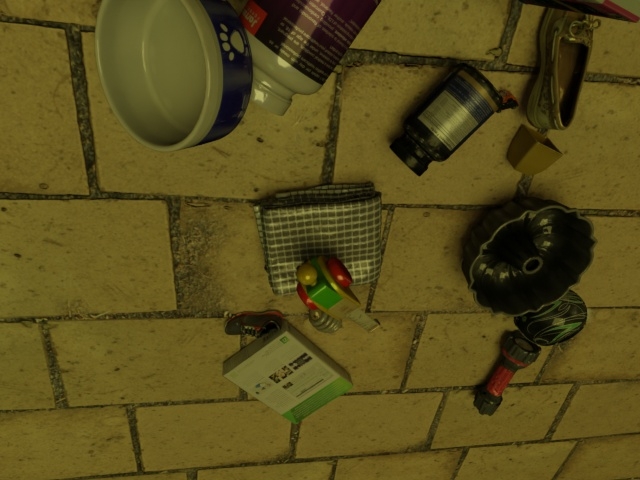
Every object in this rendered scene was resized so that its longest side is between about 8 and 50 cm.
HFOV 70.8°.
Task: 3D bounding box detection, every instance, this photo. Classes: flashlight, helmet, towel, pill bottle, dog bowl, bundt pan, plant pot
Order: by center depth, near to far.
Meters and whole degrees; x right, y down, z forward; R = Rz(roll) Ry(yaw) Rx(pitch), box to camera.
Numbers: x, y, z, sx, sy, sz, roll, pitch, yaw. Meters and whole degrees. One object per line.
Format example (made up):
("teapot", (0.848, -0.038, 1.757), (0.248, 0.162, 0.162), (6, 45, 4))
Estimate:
("dog bowl", (-0.242, -0.286, 0.739), (0.264, 0.104, 0.265), (14, 116, 29))
("pill bottle", (-0.024, -0.381, 0.758), (0.181, 0.182, 0.323), (29, 112, -25))
("pill bottle", (0.252, -0.243, 0.931), (0.122, 0.123, 0.219), (35, 110, -27))
("plant pot", (0.479, -0.198, 1.030), (0.081, 0.082, 0.083), (18, 129, -21))
("towel", (0.000, 0.000, 1.036), (0.283, 0.121, 0.235), (-8, 122, -5))
("bundt pan", (0.509, 0.029, 1.147), (0.330, 0.124, 0.331), (-5, 123, -7))
("helmet", (0.646, 0.203, 1.258), (0.169, 0.170, 0.162), (15, 134, -19))
("flashlight", (0.577, 0.430, 1.420), (0.103, 0.103, 0.304), (9, 119, -17))

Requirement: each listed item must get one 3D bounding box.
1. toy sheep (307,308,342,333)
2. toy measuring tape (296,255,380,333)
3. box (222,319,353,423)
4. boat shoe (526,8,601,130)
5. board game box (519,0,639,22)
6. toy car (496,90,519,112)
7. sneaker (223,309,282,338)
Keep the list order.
("toy sheep", (0.018, 0.202, 1.188), (0.091, 0.091, 0.132), (-43, 125, 16))
("toy measuring tape", (0.038, 0.115, 1.005), (0.121, 0.121, 0.330), (-35, 142, 12))
("box", (-0.088, 0.390, 1.302), (0.232, 0.058, 0.322), (-36, 120, 12))
("boat shoe", (0.500, -0.367, 0.901), (0.104, 0.089, 0.286), (-3, 111, -14))
("board game box", (0.349, -0.449, 0.712), (0.223, 0.303, 0.098), (15, 120, -19))
("toy car", (0.427, -0.298, 0.992), (0.122, 0.060, 0.041), (9, 76, -34))
("sneaker", (-0.175, 0.225, 1.176), (0.157, 0.065, 0.061), (-12, 123, -3))
